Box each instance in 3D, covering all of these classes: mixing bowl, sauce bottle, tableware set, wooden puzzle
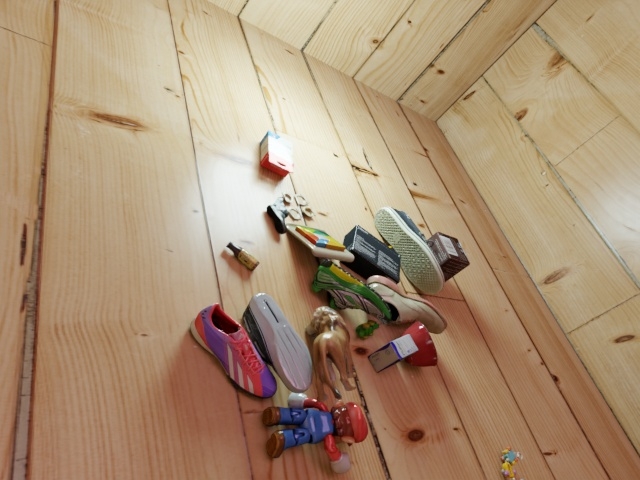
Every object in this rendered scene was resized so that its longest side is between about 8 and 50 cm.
[{"bbox_3d":[0.366,0.417,1.865,0.098,0.181,0.181,-18,61,-11],"label":"mixing bowl"},{"bbox_3d":[-0.270,0.052,1.660,0.128,0.042,0.042,38,34,-8],"label":"sauce bottle"},{"bbox_3d":[-0.096,-0.151,2.075,0.168,0.020,0.141,-6,58,-49],"label":"tableware set"},{"bbox_3d":[0.000,0.000,1.928,0.221,0.044,0.238,11,22,-40],"label":"wooden puzzle"}]

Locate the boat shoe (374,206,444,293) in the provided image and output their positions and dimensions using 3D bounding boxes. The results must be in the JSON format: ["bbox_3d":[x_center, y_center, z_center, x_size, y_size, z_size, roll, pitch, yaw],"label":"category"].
[{"bbox_3d":[0.449,0.035,2.315,0.156,0.187,0.500,-5,53,-42],"label":"boat shoe"}]

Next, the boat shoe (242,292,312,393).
[{"bbox_3d":[-0.133,0.320,1.452,0.121,0.119,0.335,1,47,-42],"label":"boat shoe"}]

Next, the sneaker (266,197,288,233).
[{"bbox_3d":[-0.157,-0.099,1.928,0.089,0.051,0.170,-7,56,-44],"label":"sneaker"}]

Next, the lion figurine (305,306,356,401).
[{"bbox_3d":[0.033,0.334,1.489,0.392,0.142,0.240,113,-34,-86],"label":"lion figurine"}]

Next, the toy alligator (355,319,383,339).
[{"bbox_3d":[0.186,0.331,1.844,0.051,0.056,0.189,16,18,34],"label":"toy alligator"}]

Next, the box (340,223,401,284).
[{"bbox_3d":[0.222,0.078,2.097,0.261,0.103,0.184,35,39,-15],"label":"box"}]

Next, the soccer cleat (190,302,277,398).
[{"bbox_3d":[-0.230,0.314,1.358,0.318,0.116,0.108,46,34,2],"label":"soccer cleat"}]

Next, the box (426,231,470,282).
[{"bbox_3d":[0.589,0.092,2.379,0.167,0.203,0.168,15,44,-37],"label":"box"}]

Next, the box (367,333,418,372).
[{"bbox_3d":[0.269,0.417,1.770,0.137,0.126,0.072,-6,60,-49],"label":"box"}]

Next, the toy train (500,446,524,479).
[{"bbox_3d":[0.741,0.888,1.849,0.125,0.046,0.166,37,38,-14],"label":"toy train"}]

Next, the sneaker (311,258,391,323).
[{"bbox_3d":[0.120,0.215,1.822,0.343,0.146,0.134,34,0,-2],"label":"sneaker"}]

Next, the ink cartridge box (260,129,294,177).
[{"bbox_3d":[-0.196,-0.375,2.152,0.134,0.078,0.231,24,39,-27],"label":"ink cartridge box"}]

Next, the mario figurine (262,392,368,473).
[{"bbox_3d":[-0.011,0.551,1.378,0.320,0.170,0.198,9,83,-27],"label":"mario figurine"}]

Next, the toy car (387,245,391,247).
[{"bbox_3d":[0.304,0.062,2.254,0.122,0.040,0.060,-5,37,-46],"label":"toy car"}]

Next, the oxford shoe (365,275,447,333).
[{"bbox_3d":[0.345,0.303,1.979,0.397,0.140,0.146,28,43,-8],"label":"oxford shoe"}]
